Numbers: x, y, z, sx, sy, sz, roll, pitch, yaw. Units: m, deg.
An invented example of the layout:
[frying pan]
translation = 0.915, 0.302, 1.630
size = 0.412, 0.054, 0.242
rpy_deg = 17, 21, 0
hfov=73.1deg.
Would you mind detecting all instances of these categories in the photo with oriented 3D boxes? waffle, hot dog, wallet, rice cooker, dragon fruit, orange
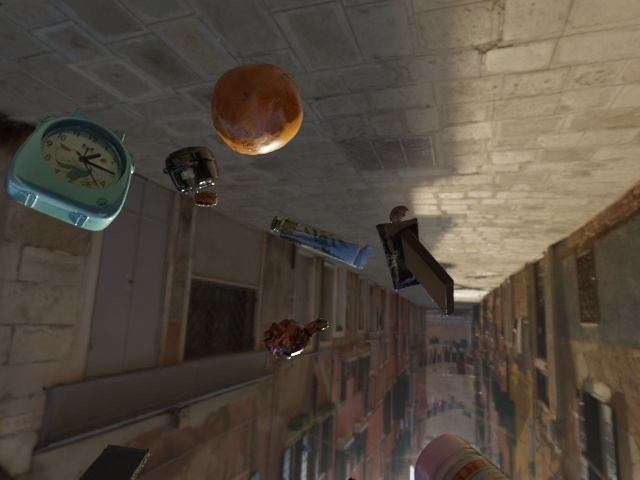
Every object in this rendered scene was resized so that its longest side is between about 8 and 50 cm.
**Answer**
[waffle]
translation = -0.371, -0.134, 1.395
size = 0.075, 0.029, 0.083
rpy_deg = -4, -148, -16
[hot dog]
translation = 0.296, -0.098, 1.630
size = 0.058, 0.035, 0.083
rpy_deg = 22, 125, -21
[wallet]
translation = -0.623, 0.693, 1.319
size = 0.146, 0.030, 0.285
rpy_deg = 14, 174, -8
[rice cooker]
translation = -0.370, -0.204, 1.254
size = 0.142, 0.118, 0.203
rpy_deg = -19, -175, 5
[dragon fruit]
translation = -0.076, 0.318, 1.467
size = 0.246, 0.125, 0.125
rpy_deg = -20, 146, -26
[orange]
translation = -0.161, -0.338, 1.115
size = 0.240, 0.240, 0.240
rpy_deg = 2, 170, 0

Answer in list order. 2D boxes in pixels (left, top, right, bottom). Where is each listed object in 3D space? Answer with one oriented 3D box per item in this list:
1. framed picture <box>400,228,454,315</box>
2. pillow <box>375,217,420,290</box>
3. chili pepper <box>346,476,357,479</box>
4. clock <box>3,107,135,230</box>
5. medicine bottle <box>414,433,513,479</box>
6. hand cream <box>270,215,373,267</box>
[framed picture]
translation = 0.238, 0.071, 0.960
size = 0.023, 0.168, 0.128
rpy_deg = -28, 138, -6
[pillow]
translation = 0.255, 0.040, 1.319
size = 0.141, 0.208, 0.055
rpy_deg = -10, 173, -17
[chili pepper]
translation = 0.085, 0.860, 1.471
size = 0.045, 0.178, 0.027
rpy_deg = 39, -156, 19
[clock]
translation = -0.551, -0.174, 0.993
size = 0.223, 0.274, 0.094
rpy_deg = 30, 138, -31
[medicine bottle]
translation = 0.420, 0.692, 1.152
size = 0.202, 0.202, 0.316
rpy_deg = 8, -174, -27
[hand cream]
translation = 0.000, 0.000, 1.142
size = 0.271, 0.058, 0.091
rpy_deg = 20, 130, 0
